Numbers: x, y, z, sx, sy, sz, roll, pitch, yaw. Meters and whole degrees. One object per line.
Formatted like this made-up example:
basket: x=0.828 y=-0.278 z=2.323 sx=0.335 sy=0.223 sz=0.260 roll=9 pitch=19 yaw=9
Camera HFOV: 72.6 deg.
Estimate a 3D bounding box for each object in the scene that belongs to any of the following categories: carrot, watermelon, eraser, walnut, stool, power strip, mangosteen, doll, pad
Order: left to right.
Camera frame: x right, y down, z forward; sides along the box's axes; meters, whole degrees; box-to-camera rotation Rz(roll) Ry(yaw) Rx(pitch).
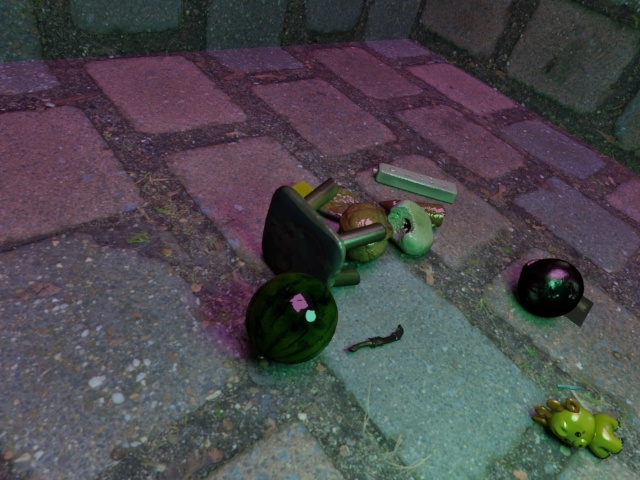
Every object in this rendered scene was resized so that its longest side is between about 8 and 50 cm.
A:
watermelon: x=-0.074 y=0.201 z=1.131 sx=0.242 sy=0.243 sz=0.243 roll=10 pitch=43 yaw=-9
eraser: x=-0.062 y=-0.160 z=1.636 sx=0.097 sy=0.045 sz=0.122 roll=-36 pitch=58 yaw=-26
stool: x=0.000 y=0.000 z=1.319 sx=0.226 sy=0.311 sz=0.310 roll=-23 pitch=58 yaw=-38
walnut: x=0.149 y=-0.030 z=1.488 sx=0.198 sy=0.198 sz=0.245 roll=18 pitch=23 yaw=0
carrot: x=0.361 y=-0.121 z=1.735 sx=0.262 sy=0.102 sz=0.102 roll=12 pitch=42 yaw=-3
power strip: x=0.412 y=-0.259 z=1.920 sx=0.384 sy=0.062 sz=0.091 roll=16 pitch=39 yaw=-4
mangosteen: x=0.791 y=0.156 z=1.532 sx=0.211 sy=0.212 sz=0.250 roll=17 pitch=11 yaw=-2
pad: x=0.937 y=0.237 z=1.625 sx=0.127 sy=0.004 sz=0.190 roll=40 pitch=47 yaw=23
doll: x=0.695 y=0.492 z=1.177 sx=0.220 sy=0.143 sz=0.135 roll=27 pitch=44 yaw=-1

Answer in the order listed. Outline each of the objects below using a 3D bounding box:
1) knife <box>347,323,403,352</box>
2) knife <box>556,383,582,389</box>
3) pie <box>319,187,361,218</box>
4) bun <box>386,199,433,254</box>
knife: x=0.171 y=0.297 z=1.276 sx=0.222 sy=0.021 sz=0.046 roll=-13 pitch=51 yaw=-35
knife: x=0.766 y=0.451 z=1.336 sx=0.090 sy=0.005 sz=0.014 roll=8 pitch=42 yaw=-12
pie: x=0.067 y=-0.141 z=1.688 sx=0.186 sy=0.041 sz=0.187 roll=9 pitch=43 yaw=-8
bun: x=0.321 y=-0.042 z=1.610 sx=0.203 sy=0.126 sz=0.213 roll=35 pitch=44 yaw=-21
